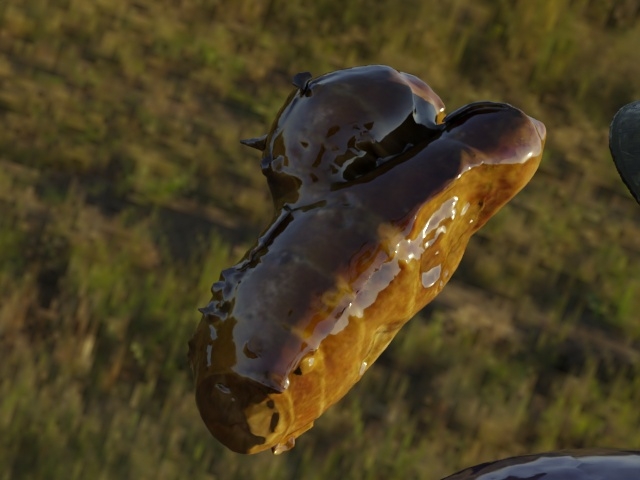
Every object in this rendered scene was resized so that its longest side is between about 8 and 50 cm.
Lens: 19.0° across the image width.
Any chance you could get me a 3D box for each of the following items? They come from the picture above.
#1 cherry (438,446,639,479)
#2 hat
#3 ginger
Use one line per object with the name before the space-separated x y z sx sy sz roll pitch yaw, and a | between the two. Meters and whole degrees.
cherry | 0.088 0.177 0.550 0.285 0.236 0.213 -14 3 15
hat | 0.274 -0.063 1.303 0.146 0.067 0.146 19 42 -19
ginger | 0.000 0.000 1.744 0.254 0.418 0.176 29 -19 25
